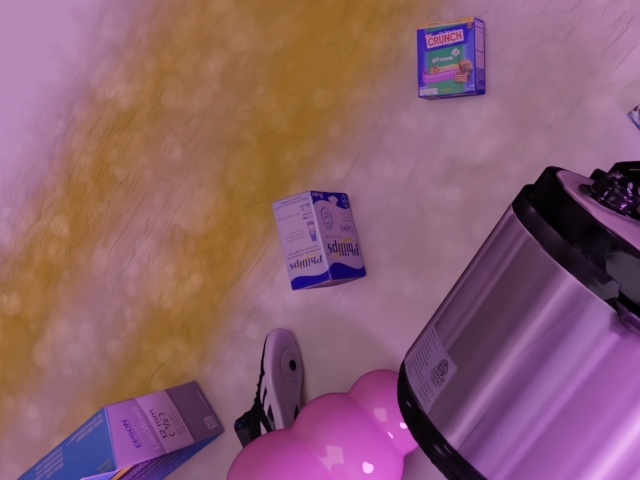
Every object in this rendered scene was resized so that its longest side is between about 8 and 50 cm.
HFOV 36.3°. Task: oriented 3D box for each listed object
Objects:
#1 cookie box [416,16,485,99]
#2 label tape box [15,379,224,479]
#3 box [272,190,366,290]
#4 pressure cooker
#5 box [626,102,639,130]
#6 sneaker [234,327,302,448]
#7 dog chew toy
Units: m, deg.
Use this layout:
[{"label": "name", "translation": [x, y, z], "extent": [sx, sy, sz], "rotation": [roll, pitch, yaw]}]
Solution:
[{"label": "cookie box", "translation": [0.188, -0.262, 1.409], "extent": [0.091, 0.040, 0.107], "rotation": [-2, 89, 30]}, {"label": "label tape box", "translation": [-0.353, 0.354, 1.547], "extent": [0.249, 0.347, 0.115], "rotation": [-39, 72, 24]}, {"label": "box", "translation": [0.000, 0.000, 1.471], "extent": [0.072, 0.126, 0.137], "rotation": [-16, 83, 27]}, {"label": "pressure cooker", "translation": [0.336, 0.111, 1.141], "extent": [0.370, 0.375, 0.420], "rotation": [40, 110, 26]}, {"label": "box", "translation": [0.476, -0.141, 1.255], "extent": [0.094, 0.027, 0.137], "rotation": [-42, 71, 25]}, {"label": "sneaker", "translation": [-0.092, 0.254, 1.554], "extent": [0.121, 0.079, 0.217], "rotation": [-15, 77, 38]}, {"label": "dog chew toy", "translation": [0.023, 0.316, 1.404], "extent": [0.332, 0.207, 0.206], "rotation": [-42, 68, -8]}]
